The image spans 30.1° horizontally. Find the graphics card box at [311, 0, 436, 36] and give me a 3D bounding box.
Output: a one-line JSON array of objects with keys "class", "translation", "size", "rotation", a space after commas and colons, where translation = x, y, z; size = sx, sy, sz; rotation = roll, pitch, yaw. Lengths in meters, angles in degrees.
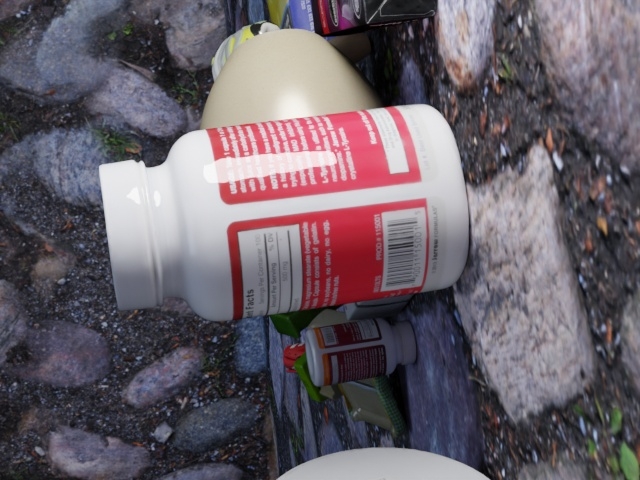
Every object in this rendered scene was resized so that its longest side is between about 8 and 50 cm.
[{"class": "graphics card box", "translation": [0.049, -0.383, 1.516], "size": [0.371, 0.094, 0.233], "rotation": [-144, 47, -77]}]

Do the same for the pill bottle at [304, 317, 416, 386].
[{"class": "pill bottle", "translation": [0.058, 0.159, 1.730], "size": [0.086, 0.152, 0.086], "rotation": [172, 90, -81]}]

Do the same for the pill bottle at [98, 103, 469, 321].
[{"class": "pill bottle", "translation": [-0.047, -0.028, 1.413], "size": [0.229, 0.407, 0.229], "rotation": [173, 90, -81]}]

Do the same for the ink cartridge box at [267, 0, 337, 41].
[{"class": "ink cartridge box", "translation": [-0.046, -0.441, 2.149], "size": [0.307, 0.072, 0.304], "rotation": [112, 148, -76]}]

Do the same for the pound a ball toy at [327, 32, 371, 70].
[{"class": "pound a ball toy", "translation": [0.008, -0.154, 1.836], "size": [0.208, 0.135, 0.319], "rotation": [-137, 39, -76]}]

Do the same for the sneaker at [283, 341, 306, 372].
[{"class": "sneaker", "translation": [-0.001, 0.251, 2.256], "size": [0.221, 0.128, 0.087], "rotation": [-124, 27, -73]}]

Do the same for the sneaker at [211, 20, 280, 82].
[{"class": "sneaker", "translation": [-0.078, -0.199, 2.067], "size": [0.147, 0.145, 0.385], "rotation": [-37, 74, 57]}]

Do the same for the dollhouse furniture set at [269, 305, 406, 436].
[{"class": "dollhouse furniture set", "translation": [0.072, 0.175, 1.948], "size": [0.301, 0.151, 0.198], "rotation": [8, 127, 63]}]

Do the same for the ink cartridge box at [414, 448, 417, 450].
[{"class": "ink cartridge box", "translation": [0.106, 0.476, 1.811], "size": [0.201, 0.117, 0.278], "rotation": [104, 157, -67]}]

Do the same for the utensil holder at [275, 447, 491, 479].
[{"class": "utensil holder", "translation": [0.075, 0.485, 1.383], "size": [0.327, 0.327, 0.386], "rotation": [-117, 23, -64]}]

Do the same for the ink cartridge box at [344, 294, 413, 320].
[{"class": "ink cartridge box", "translation": [0.077, 0.021, 1.706], "size": [0.203, 0.085, 0.148], "rotation": [113, 148, -71]}]

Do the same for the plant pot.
[{"class": "plant pot", "translation": [-0.044, -0.178, 1.644], "size": [0.284, 0.284, 0.191], "rotation": [113, 147, -73]}]
